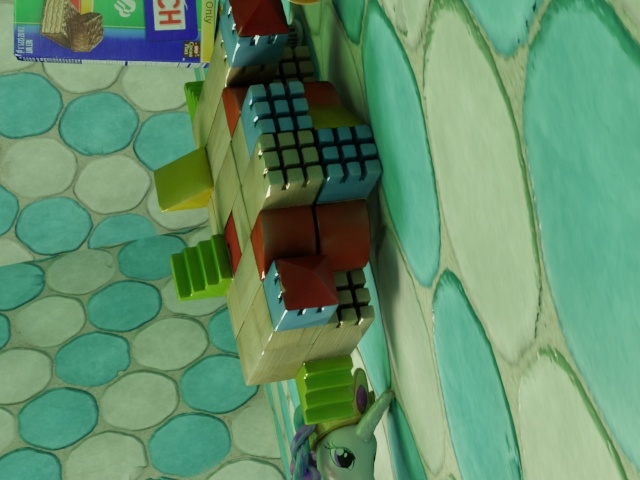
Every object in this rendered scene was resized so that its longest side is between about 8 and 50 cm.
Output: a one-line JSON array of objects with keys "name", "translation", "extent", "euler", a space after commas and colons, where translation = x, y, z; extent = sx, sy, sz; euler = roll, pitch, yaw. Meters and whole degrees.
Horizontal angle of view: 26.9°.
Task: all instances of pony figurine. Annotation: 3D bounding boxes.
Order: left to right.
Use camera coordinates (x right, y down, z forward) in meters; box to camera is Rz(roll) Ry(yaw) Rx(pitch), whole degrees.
[{"name": "pony figurine", "translation": [-0.007, 0.348, 1.391], "extent": [0.351, 0.303, 0.363], "euler": [-35, 58, 47]}]

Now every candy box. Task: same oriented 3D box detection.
[{"name": "candy box", "translation": [-0.325, -0.414, 2.133], "extent": [0.122, 0.317, 0.268], "euler": [-151, 62, -79]}]

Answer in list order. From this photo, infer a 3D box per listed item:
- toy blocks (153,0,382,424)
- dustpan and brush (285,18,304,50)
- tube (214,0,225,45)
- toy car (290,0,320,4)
[{"name": "toy blocks", "translation": [-0.030, -0.048, 1.232], "extent": [0.261, 0.191, 0.381], "euler": [118, 142, -62]}, {"name": "dustpan and brush", "translation": [-0.042, -0.198, 1.500], "extent": [0.147, 0.060, 0.211], "euler": [63, 162, 19]}, {"name": "tube", "translation": [-0.148, -0.338, 2.158], "extent": [0.207, 0.052, 0.080], "euler": [98, 153, -55]}, {"name": "toy car", "translation": [-0.077, -0.273, 1.105], "extent": [0.238, 0.210, 0.219], "euler": [58, 151, 35]}]
